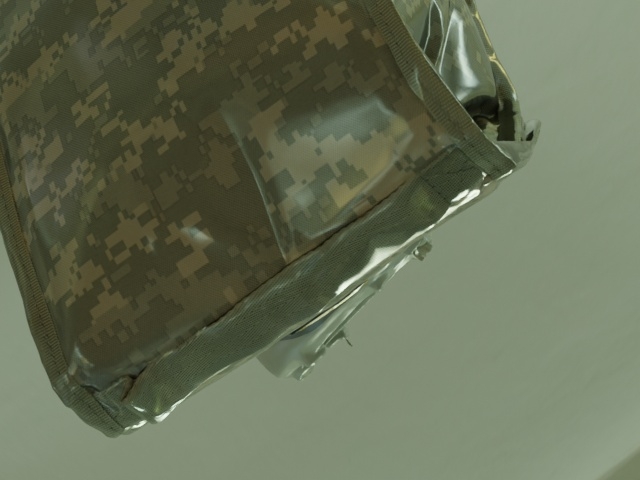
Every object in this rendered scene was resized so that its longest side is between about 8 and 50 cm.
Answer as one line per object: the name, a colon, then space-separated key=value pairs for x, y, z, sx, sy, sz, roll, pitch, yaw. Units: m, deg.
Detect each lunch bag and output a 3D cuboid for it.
lunch bag: x=-0.034 y=-0.059 z=0.946 sx=0.235 sy=0.169 sz=0.287 roll=-34 pitch=-137 yaw=17

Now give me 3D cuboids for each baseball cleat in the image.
baseball cleat: x=0.000 y=0.000 z=1.149 sx=0.109 sy=0.206 sz=0.072 roll=45 pitch=-143 yaw=6
